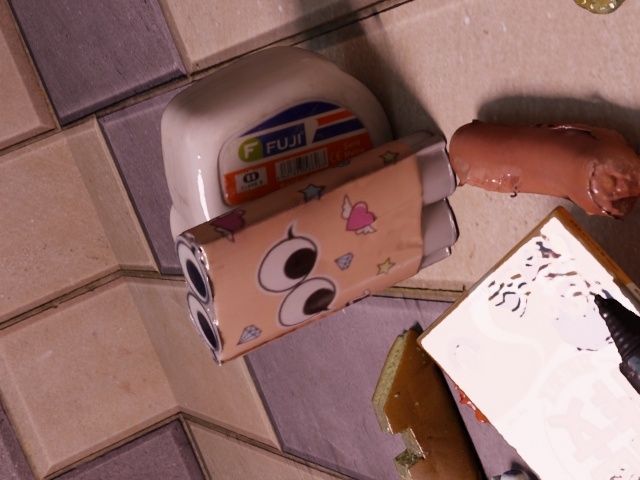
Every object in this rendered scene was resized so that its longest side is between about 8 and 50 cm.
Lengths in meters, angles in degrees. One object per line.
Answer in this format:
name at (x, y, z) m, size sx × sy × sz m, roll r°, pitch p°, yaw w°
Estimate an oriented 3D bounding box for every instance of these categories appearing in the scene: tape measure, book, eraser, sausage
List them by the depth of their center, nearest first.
book at (0.239, 0.138, 1.271) m, size 0.295 × 0.020 × 0.208 m, roll 48°, pitch 130°, yaw 7°
sausage at (0.187, -0.070, 1.311) m, size 0.304 × 0.078 × 0.078 m, roll 17°, pitch 129°, yaw 65°
eraser at (0.000, 0.000, 1.551) m, size 0.087 × 0.290 × 0.171 m, roll 48°, pitch 154°, yaw 41°
tape measure at (-0.041, -0.079, 1.642) m, size 0.130 × 0.258 × 0.265 m, roll 38°, pitch 140°, yaw 56°

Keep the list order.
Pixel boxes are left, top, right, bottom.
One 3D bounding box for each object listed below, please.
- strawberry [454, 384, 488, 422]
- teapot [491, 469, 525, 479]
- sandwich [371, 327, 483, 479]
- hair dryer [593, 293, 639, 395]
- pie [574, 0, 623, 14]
strawberry at (0.194, 0.160, 1.614) m, size 0.152 × 0.048 × 0.104 m, roll 47°, pitch 151°, yaw 9°
teapot at (0.215, 0.318, 1.611) m, size 0.232 × 0.159 × 0.159 m, roll -99°, pitch -14°, yaw -85°
sandwich at (0.120, 0.233, 1.825) m, size 0.244 × 0.088 × 0.090 m, roll 66°, pitch 165°, yaw -2°
hair dryer at (0.327, 0.166, 1.129) m, size 0.352 × 0.107 × 0.189 m, roll 51°, pitch 155°, yaw 18°
pie at (0.209, -0.215, 1.157) m, size 0.084 × 0.021 × 0.084 m, roll 50°, pitch 158°, yaw 29°
